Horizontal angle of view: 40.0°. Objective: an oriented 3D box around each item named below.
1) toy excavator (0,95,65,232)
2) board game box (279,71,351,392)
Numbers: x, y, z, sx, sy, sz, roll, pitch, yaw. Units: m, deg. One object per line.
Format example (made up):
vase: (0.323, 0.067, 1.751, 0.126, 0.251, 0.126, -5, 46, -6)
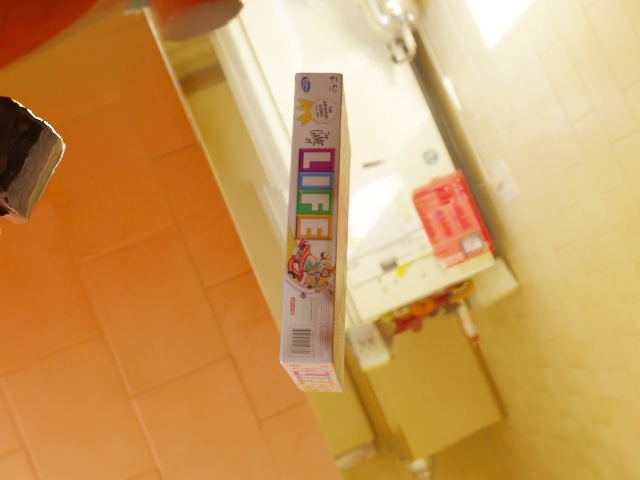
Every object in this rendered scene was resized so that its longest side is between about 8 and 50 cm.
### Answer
toy excavator: (-0.443, -0.057, 0.536, 0.433, 0.222, 0.445, 33, 164, -35)
board game box: (0.000, 0.000, 0.485, 0.026, 0.154, 0.103, 1, 163, 4)
